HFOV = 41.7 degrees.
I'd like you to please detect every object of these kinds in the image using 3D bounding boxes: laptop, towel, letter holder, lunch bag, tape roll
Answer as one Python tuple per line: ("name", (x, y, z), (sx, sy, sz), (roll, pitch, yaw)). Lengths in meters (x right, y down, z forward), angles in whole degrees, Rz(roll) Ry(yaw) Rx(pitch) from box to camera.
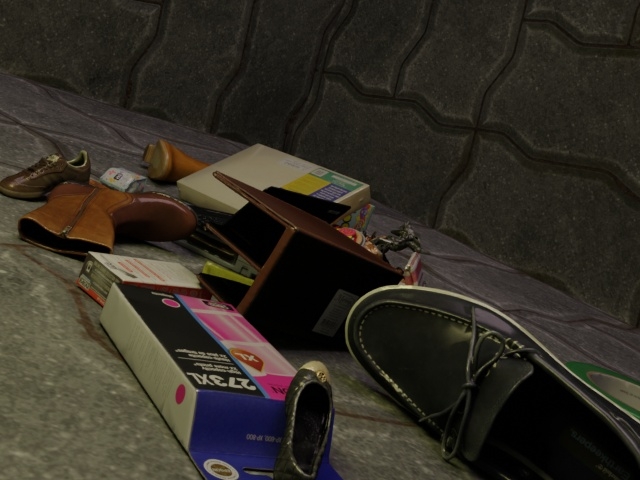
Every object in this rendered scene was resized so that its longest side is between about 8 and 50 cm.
("laptop", (-0.125, -0.068, 1.639), (0.264, 0.137, 0.234), (30, 12, 40))
("towel", (-0.094, 0.093, 1.463), (0.237, 0.021, 0.102), (20, 8, -7))
("towel", (0.161, 0.123, 1.391), (0.029, 0.197, 0.144), (-8, 5, 10))
("letter holder", (-0.055, 0.032, 1.300), (0.214, 0.152, 0.302), (37, 8, 36))
("lunch bag", (-0.437, -0.130, 1.862), (0.071, 0.053, 0.083), (23, 18, 19))
("tape roll", (0.576, 0.323, 1.504), (0.321, 0.077, 0.321), (22, 9, -3))

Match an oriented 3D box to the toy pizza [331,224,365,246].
("toy pizza", (0.000, 0.000, 1.887), (0.201, 0.032, 0.201), (-6, 23, 3))

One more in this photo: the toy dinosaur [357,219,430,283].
("toy dinosaur", (0.123, 0.057, 1.932), (0.218, 0.164, 0.322), (-2, 39, -32))

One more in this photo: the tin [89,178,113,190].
("tin", (-0.454, -0.091, 1.650), (0.189, 0.040, 0.106), (27, 6, 28))

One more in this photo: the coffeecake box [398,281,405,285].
("coffeecake box", (0.222, 0.149, 1.717), (0.185, 0.068, 0.142), (17, 11, -24))

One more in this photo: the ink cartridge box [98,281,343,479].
("ink cartridge box", (-0.111, 0.156, 0.946), (0.175, 0.069, 0.371), (15, 14, -35))

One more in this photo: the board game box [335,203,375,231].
("board game box", (-0.014, -0.076, 2.237), (0.275, 0.142, 0.144), (13, 13, -44))

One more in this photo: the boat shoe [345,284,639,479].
("boat shoe", (0.226, 0.203, 1.078), (0.500, 0.187, 0.156), (33, 8, 30))

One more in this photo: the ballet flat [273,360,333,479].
("ballet flat", (-0.008, 0.185, 0.835), (0.057, 0.049, 0.173), (34, 35, -17))

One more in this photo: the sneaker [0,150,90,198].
("sneaker", (-0.502, -0.126, 1.531), (0.066, 0.071, 0.188), (24, 23, 28))

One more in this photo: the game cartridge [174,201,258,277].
("game cartridge", (-0.206, -0.005, 1.681), (0.297, 0.062, 0.198), (24, 14, 15))

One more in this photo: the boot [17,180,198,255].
("boot", (-0.335, -0.030, 1.388), (0.264, 0.096, 0.280), (20, 10, -12))

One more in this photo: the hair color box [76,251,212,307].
("hair color box", (-0.244, 0.065, 1.182), (0.093, 0.053, 0.167), (31, 12, 38))

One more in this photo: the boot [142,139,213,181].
("boot", (-0.355, -0.194, 2.258), (0.211, 0.104, 0.295), (18, 6, -22))

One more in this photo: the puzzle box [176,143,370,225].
("puzzle box", (-0.117, -0.116, 2.013), (0.272, 0.052, 0.409), (-29, 38, -34))
